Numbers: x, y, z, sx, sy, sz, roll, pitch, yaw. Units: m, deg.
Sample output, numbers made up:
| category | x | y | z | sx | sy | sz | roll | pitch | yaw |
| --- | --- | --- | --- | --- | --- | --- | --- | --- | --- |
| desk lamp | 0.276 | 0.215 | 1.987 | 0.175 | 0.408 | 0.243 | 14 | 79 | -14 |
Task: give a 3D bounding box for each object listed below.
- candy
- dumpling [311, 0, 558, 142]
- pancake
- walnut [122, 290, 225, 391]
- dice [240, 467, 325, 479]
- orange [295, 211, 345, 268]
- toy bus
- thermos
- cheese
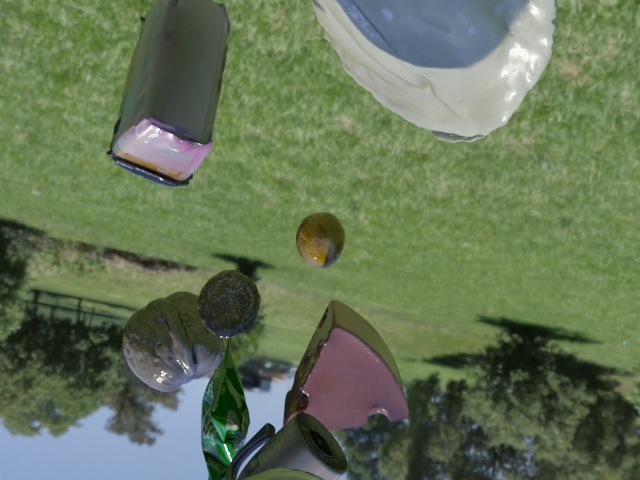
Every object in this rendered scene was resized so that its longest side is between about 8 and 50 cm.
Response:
| category | x | y | z | sx | sy | sz | roll | pitch | yaw |
| --- | --- | --- | --- | --- | --- | --- | --- | --- | --- |
| candy | -0.147 | 0.278 | 1.152 | 0.078 | 0.203 | 0.141 | -2 | -147 | -11 |
| dumpling | 0.114 | -0.261 | 0.896 | 0.233 | 0.316 | 0.395 | -30 | -155 | -30 |
| pancake | -0.152 | 0.105 | 1.234 | 0.115 | 0.115 | 0.011 | 11 | 173 | 11 |
| walnut | -0.364 | 0.248 | 1.837 | 0.248 | 0.248 | 0.248 | 12 | 175 | 1 |
| dice | -0.054 | 0.325 | 0.624 | 0.191 | 0.193 | 0.194 | -13 | -129 | -41 |
| orange | 0.000 | 0.000 | 1.243 | 0.085 | 0.095 | 0.085 | -4 | -166 | 1 |
| toy bus | -0.268 | -0.310 | 1.410 | 0.171 | 0.386 | 0.162 | 23 | 146 | -33 |
| thermos | -0.071 | 0.334 | 1.053 | 0.105 | 0.193 | 0.137 | 35 | -165 | -44 |
| cheese | 0.058 | 0.230 | 1.195 | 0.177 | 0.203 | 0.128 | 22 | -167 | -7 |
